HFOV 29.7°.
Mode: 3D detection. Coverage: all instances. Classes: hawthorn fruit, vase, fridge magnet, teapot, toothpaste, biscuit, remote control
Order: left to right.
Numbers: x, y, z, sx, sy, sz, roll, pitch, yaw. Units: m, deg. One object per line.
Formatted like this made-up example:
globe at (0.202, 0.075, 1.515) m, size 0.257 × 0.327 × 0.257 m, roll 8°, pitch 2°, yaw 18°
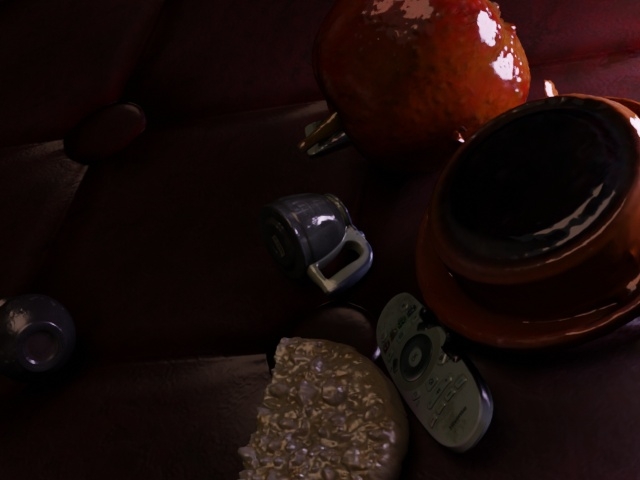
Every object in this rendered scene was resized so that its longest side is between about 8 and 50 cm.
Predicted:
vase at (-0.406, 0.123, 1.648) m, size 0.120 × 0.120 × 0.183 m, roll -40°, pitch 25°, yaw -16°
teapot at (-0.003, -0.010, 1.571) m, size 0.108 × 0.111 × 0.149 m, roll -28°, pitch 33°, yaw -23°
biscuit at (0.007, 0.233, 1.332) m, size 0.179 × 0.084 × 0.281 m, roll 0°, pitch 49°, yaw 21°
toothpaste at (0.078, -0.178, 1.758) m, size 0.216 × 0.037 × 0.062 m, roll -17°, pitch 50°, yaw 15°
hawthorn fruit at (0.103, -0.217, 1.600) m, size 0.330 × 0.287 × 0.287 m, roll -37°, pitch 41°, yaw 1°
remote control at (0.129, 0.146, 1.374) m, size 0.097 × 0.045 × 0.256 m, roll -55°, pitch 36°, yaw 18°
fridge magnet at (0.270, -0.032, 1.408) m, size 0.363 × 0.155 × 0.364 m, roll -20°, pitch 45°, yaw 21°
